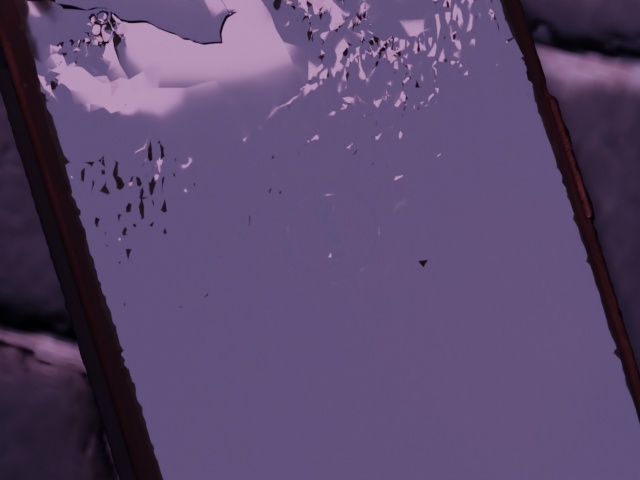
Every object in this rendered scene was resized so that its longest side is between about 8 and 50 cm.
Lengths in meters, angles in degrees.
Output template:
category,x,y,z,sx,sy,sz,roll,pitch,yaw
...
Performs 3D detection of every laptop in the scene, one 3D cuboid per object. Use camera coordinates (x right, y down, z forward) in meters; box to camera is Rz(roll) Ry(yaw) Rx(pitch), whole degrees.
category,x,y,z,sx,sy,sz,roll,pitch,yaw
laptop,0.000,0.000,0.570,0.154,0.026,0.207,-18,86,4
